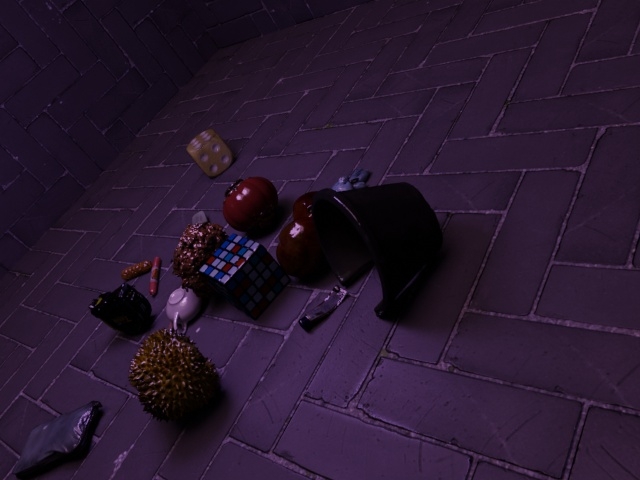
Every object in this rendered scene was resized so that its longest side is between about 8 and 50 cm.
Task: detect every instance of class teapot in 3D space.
[{"bbox_3d":[-0.479,0.229,1.967,0.145,0.092,0.226,-20,41,24],"label":"teapot"}]

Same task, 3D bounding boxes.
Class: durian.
[{"bbox_3d":[-0.432,0.383,1.611,0.258,0.258,0.292,-50,32,-18],"label":"durian"}]

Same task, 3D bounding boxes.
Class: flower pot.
[{"bbox_3d":[0.167,-0.020,1.532,0.251,0.380,0.379,-27,32,-15],"label":"flower pot"}]

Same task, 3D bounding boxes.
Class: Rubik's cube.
[{"bbox_3d":[-0.245,0.112,1.812,0.184,0.187,0.182,-50,37,-16],"label":"Rubik's cube"}]

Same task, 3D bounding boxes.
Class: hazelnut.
[{"bbox_3d":[-0.046,0.020,1.751,0.178,0.177,0.204,-110,35,-54],"label":"hazelnut"}]

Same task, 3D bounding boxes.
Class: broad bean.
[{"bbox_3d":[-0.016,-0.095,1.898,0.156,0.122,0.228,-27,22,-12],"label":"broad bean"}]

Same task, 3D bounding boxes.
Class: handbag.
[{"bbox_3d":[-0.853,0.643,1.825,0.332,0.075,0.192,-27,32,19],"label":"handbag"}]

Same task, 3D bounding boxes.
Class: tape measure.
[{"bbox_3d":[-0.715,0.255,2.056,0.199,0.186,0.112,-21,32,28],"label":"tape measure"}]

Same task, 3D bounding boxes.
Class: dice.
[{"bbox_3d":[-0.526,-0.416,2.687,0.166,0.169,0.169,-40,34,-6],"label":"dice"}]

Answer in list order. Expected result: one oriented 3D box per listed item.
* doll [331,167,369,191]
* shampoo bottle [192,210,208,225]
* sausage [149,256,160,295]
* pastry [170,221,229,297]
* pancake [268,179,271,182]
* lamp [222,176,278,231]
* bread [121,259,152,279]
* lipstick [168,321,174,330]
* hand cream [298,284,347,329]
[{"bbox_3d":[0.101,-0.204,1.977,0.120,0.075,0.180,15,59,45],"label":"doll"},{"bbox_3d":[-0.496,-0.047,2.335,0.072,0.049,0.212,-29,35,3],"label":"shampoo bottle"},{"bbox_3d":[-0.671,0.142,2.280,0.034,0.034,0.253,-29,36,11],"label":"sausage"},{"bbox_3d":[-0.412,0.066,1.935,0.192,0.275,0.275,11,54,25],"label":"pastry"},{"bbox_3d":[-0.254,-0.217,2.356,0.114,0.011,0.115,-23,37,19],"label":"pancake"},{"bbox_3d":[-0.255,-0.129,2.095,0.226,0.227,0.227,-23,37,19],"label":"lamp"},{"bbox_3d":[-0.779,0.125,2.383,0.157,0.044,0.052,-21,40,22],"label":"bread"},{"bbox_3d":[-0.523,0.292,1.989,0.019,0.019,0.094,-25,36,16],"label":"lipstick"},{"bbox_3d":[0.006,0.195,1.633,0.163,0.039,0.062,-39,32,-15],"label":"hand cream"}]
